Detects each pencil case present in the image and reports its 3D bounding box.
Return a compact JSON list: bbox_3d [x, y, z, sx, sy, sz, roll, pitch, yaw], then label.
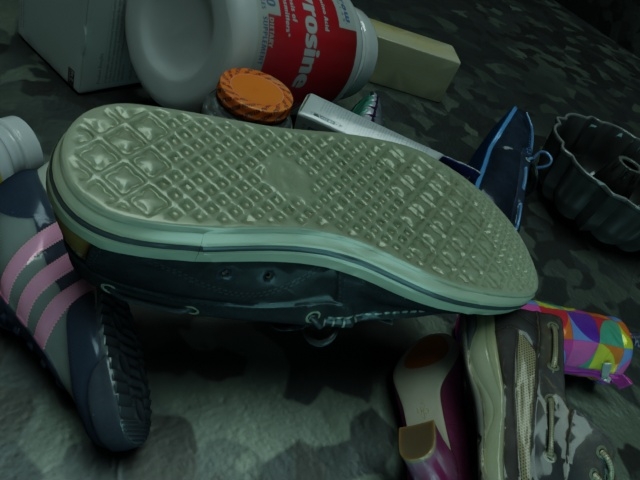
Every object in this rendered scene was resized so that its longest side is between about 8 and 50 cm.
[{"bbox_3d":[0.301,0.132,0.773,0.237,0.104,0.104,12,42,-15],"label":"pencil case"}]

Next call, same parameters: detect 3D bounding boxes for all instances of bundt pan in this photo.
[{"bbox_3d":[0.570,-0.104,1.143,0.331,0.124,0.330,15,41,-14],"label":"bundt pan"}]

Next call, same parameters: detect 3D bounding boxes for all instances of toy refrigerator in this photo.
[{"bbox_3d":[0.152,-0.399,1.257,0.270,0.102,0.094,12,42,-15],"label":"toy refrigerator"}]

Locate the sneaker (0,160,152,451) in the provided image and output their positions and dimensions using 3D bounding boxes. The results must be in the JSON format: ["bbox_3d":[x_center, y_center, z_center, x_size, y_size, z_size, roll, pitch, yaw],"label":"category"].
[{"bbox_3d":[-0.262,0.069,0.564,0.131,0.112,0.319,-24,62,-9],"label":"sneaker"}]

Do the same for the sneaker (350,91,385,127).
[{"bbox_3d":[0.086,-0.171,1.017,0.098,0.083,0.223,38,42,-18],"label":"sneaker"}]

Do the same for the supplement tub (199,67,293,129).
[{"bbox_3d":[-0.107,-0.115,0.749,0.117,0.190,0.117,15,41,-13],"label":"supplement tub"}]

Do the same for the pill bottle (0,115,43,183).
[{"bbox_3d":[-0.400,-0.073,0.619,0.103,0.103,0.184,38,41,14],"label":"pill bottle"}]

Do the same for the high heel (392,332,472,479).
[{"bbox_3d":[0.137,0.204,0.652,0.244,0.082,0.117,-69,137,-67],"label":"high heel"}]

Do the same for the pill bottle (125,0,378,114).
[{"bbox_3d":[-0.078,-0.314,0.923,0.229,0.229,0.408,43,30,19],"label":"pill bottle"}]

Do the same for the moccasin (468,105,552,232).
[{"bbox_3d":[0.323,-0.108,1.038,0.117,0.137,0.342,32,54,0],"label":"moccasin"}]

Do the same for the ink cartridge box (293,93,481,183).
[{"bbox_3d":[0.056,-0.058,0.752,0.224,0.223,0.045,24,58,0],"label":"ink cartridge box"}]

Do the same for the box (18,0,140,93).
[{"bbox_3d":[-0.355,-0.353,0.881,0.182,0.181,0.119,43,42,19],"label":"box"}]

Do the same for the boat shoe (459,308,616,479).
[{"bbox_3d":[0.217,0.212,0.561,0.130,0.132,0.355,-9,55,13],"label":"boat shoe"}]

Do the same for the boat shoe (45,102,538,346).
[{"bbox_3d":[0.000,0.000,0.576,0.501,0.156,0.186,7,53,-26],"label":"boat shoe"}]
